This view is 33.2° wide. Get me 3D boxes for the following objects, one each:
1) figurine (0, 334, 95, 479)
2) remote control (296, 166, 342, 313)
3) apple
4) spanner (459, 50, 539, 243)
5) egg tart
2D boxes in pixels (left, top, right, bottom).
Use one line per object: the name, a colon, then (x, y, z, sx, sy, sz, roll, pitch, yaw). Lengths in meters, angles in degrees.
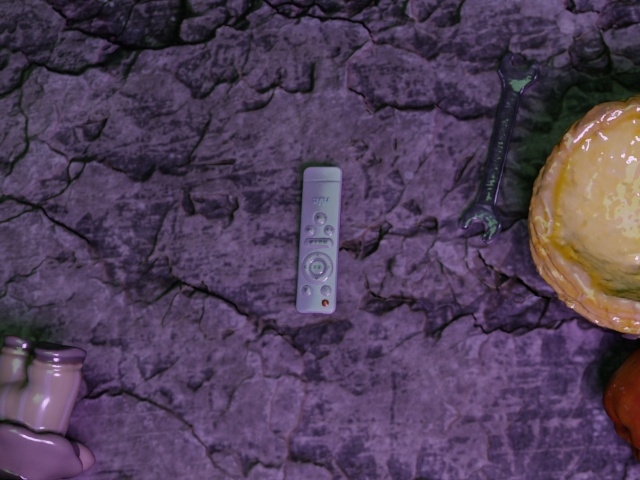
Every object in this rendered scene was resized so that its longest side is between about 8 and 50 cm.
figurine: (-0.353, 0.292, 1.178, 0.248, 0.203, 0.380, 8, 71, 17)
remote control: (0.000, 0.000, 1.310, 0.050, 0.027, 0.184, 0, 75, 12)
apple: (0.379, 0.163, 1.106, 0.158, 0.147, 0.156, -24, 41, -10)
spanner: (0.220, -0.116, 1.312, 0.054, 0.015, 0.254, 11, 73, 14)
egg tart: (0.366, -0.020, 1.126, 0.294, 0.123, 0.294, -4, 71, 12)
